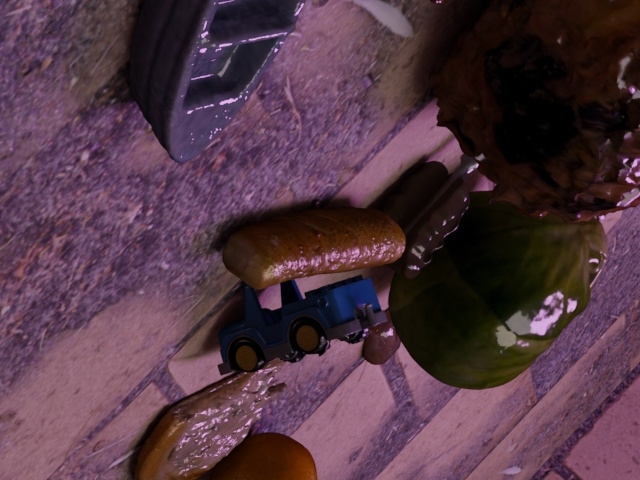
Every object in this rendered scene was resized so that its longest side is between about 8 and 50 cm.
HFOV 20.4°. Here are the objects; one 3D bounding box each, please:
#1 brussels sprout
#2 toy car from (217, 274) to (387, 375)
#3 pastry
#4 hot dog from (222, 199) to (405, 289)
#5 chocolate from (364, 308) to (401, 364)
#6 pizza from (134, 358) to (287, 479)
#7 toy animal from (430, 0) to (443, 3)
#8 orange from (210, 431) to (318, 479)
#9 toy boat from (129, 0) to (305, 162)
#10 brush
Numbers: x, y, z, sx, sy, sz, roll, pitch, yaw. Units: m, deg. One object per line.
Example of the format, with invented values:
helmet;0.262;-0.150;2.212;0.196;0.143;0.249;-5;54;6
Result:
brussels sprout;0.214;0.047;2.149;0.271;0.219;0.210;-22;154;-21
toy car;-0.027;0.079;1.881;0.191;0.100;0.097;-21;176;33
pastry;0.290;-0.176;1.824;0.337;0.292;0.405;-35;171;-1
hot dog;0.000;0.004;1.844;0.286;0.088;0.061;-17;138;-59
chocolate;0.088;0.127;2.316;0.064;0.031;0.100;-44;158;-24
pizza;-0.119;0.217;2.052;0.262;0.034;0.181;-29;152;-42
toy animal;0.044;-0.292;1.412;0.255;0.116;0.114;60;50;-63
orange;-0.069;0.313;2.177;0.136;0.159;0.159;-5;153;0
toy boat;-0.071;-0.183;1.368;0.127;0.078;0.283;-23;148;-51
brush;0.164;-0.080;2.039;0.301;0.084;0.071;-48;159;-19
